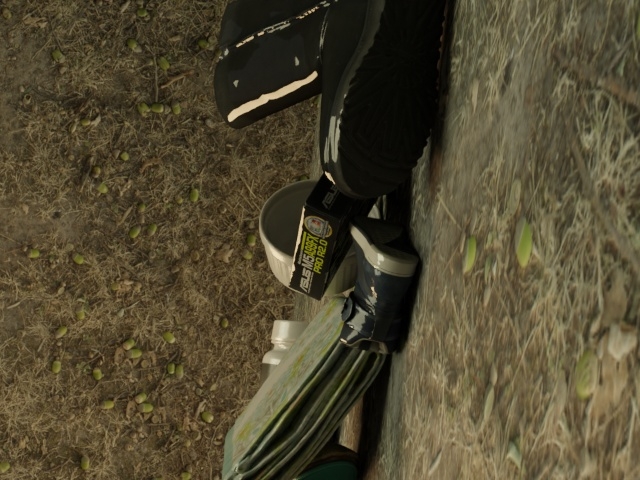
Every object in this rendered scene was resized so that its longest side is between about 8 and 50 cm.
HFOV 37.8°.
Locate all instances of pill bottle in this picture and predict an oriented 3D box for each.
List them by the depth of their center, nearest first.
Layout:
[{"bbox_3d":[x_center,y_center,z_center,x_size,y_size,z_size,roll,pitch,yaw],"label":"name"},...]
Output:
[{"bbox_3d":[-0.044,0.307,1.867,0.161,0.161,0.283,125,152,-81],"label":"pill bottle"}]

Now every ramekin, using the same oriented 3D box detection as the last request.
[{"bbox_3d":[0.000,0.000,1.602,0.109,0.207,0.207,89,-177,-46],"label":"ramekin"}]

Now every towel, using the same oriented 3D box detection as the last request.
[{"bbox_3d":[-0.026,0.242,1.474,0.320,0.090,0.374,-51,6,0],"label":"towel"}]

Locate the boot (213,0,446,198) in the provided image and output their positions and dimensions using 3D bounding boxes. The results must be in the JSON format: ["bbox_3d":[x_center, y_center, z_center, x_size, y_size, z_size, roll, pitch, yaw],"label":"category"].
[{"bbox_3d":[-0.028,-0.222,1.348,0.445,0.146,0.367,-1,68,51],"label":"boot"}]

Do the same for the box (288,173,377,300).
[{"bbox_3d":[0.043,-0.072,1.428,0.270,0.060,0.216,-59,-10,-33],"label":"box"}]

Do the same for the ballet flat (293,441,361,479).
[{"bbox_3d":[-0.024,0.397,1.548,0.348,0.123,0.123,110,167,-47],"label":"ballet flat"}]

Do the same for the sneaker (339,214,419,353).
[{"bbox_3d":[0.070,0.062,1.292,0.226,0.086,0.163,-99,20,-71],"label":"sneaker"}]
